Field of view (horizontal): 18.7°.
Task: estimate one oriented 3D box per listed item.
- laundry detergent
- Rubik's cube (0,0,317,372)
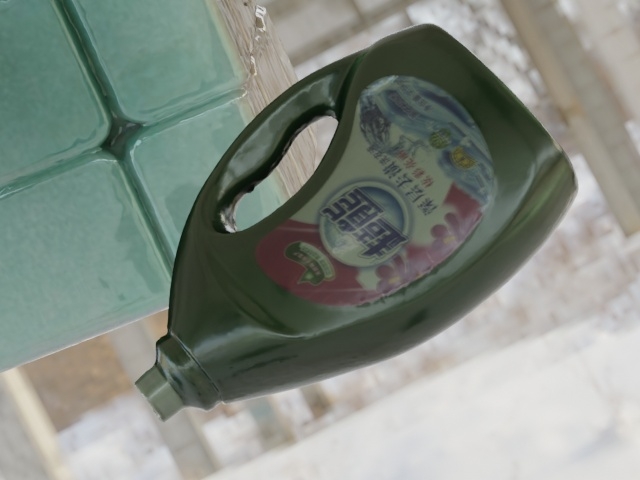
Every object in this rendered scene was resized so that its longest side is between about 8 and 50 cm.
[{"bbox_3d":[0.000,0.000,0.868,0.211,0.137,0.063,-38,-23,-5],"label":"laundry detergent"},{"bbox_3d":[-0.202,-0.115,1.226,0.322,0.315,0.319,-23,14,7],"label":"Rubik's cube"}]
